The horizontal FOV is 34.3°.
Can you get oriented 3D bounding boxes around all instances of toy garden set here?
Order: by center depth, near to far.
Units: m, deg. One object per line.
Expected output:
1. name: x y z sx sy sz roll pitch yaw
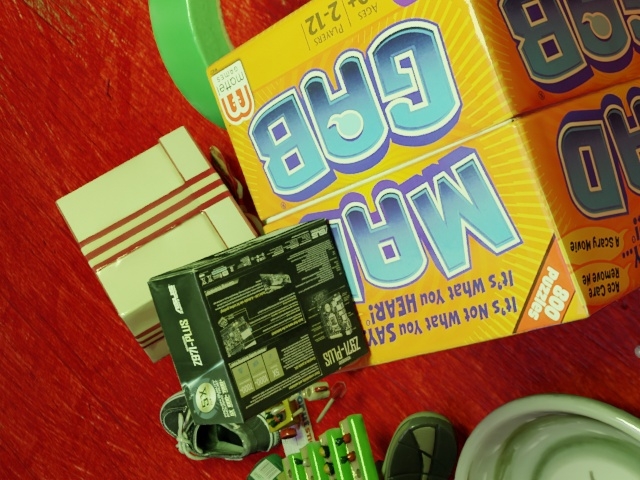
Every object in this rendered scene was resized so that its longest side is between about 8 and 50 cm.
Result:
1. toy garden set: -0.014 0.307 1.569 0.244 0.049 0.204 -45 53 51

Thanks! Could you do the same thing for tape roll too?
1. tape roll: -0.062 -0.291 1.286 0.077 0.321 0.321 3 107 45

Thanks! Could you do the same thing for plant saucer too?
1. plant saucer: 0.351 0.365 1.279 0.400 0.100 0.401 18 118 39

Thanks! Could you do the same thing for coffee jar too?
1. coffee jar: -0.035 0.440 1.707 0.184 0.079 0.096 36 151 31

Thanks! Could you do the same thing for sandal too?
1. sandal: 0.124 0.352 1.518 0.086 0.120 0.303 -94 22 -55

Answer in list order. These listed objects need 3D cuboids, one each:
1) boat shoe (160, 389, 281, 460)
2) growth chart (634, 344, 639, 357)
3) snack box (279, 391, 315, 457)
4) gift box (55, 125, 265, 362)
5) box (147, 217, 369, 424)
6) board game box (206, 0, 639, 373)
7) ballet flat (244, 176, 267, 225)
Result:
1. boat shoe: -0.203 0.335 1.825 0.306 0.105 0.113 5 109 44
2. growth chart: 0.406 0.121 1.110 0.237 0.021 0.172 99 152 -57
3. snack box: -0.050 0.280 1.710 0.064 0.022 0.178 -7 100 47
4. gift box: -0.217 0.004 1.591 0.255 0.258 0.276 57 172 18
5. box: -0.056 0.075 0.999 0.077 0.180 0.147 -13 98 46
6. board game box: 0.169 -0.106 1.096 0.356 0.356 0.356 -20 90 48
7. ballet flat: 0.000 0.000 1.510 0.342 0.116 0.124 44 152 20
